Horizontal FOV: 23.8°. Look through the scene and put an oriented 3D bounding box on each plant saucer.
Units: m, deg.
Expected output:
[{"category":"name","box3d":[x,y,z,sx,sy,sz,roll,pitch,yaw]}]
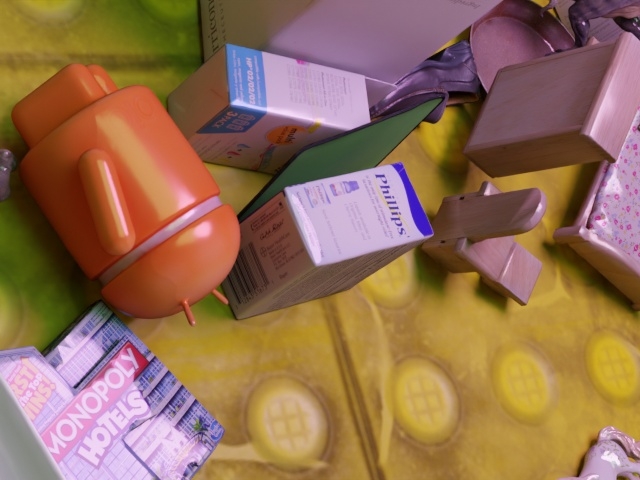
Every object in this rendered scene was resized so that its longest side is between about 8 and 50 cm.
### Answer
[{"category":"plant saucer","box3d":[0.214,-0.176,1.582,0.168,0.029,0.168,15,62,-31]}]

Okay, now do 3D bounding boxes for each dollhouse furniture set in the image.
[{"category":"dollhouse furniture set","box3d":[0.322,-0.024,1.470,0.355,0.174,0.303,37,66,-26]}]

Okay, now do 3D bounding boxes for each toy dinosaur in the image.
[{"category":"toy dinosaur","box3d":[0.295,-0.235,1.553,0.268,0.118,0.064,14,30,14]}]

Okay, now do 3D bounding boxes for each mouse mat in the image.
[{"category":"mouse mat","box3d":[0.011,-0.064,1.298,0.189,0.152,0.007,-25,78,-41]}]

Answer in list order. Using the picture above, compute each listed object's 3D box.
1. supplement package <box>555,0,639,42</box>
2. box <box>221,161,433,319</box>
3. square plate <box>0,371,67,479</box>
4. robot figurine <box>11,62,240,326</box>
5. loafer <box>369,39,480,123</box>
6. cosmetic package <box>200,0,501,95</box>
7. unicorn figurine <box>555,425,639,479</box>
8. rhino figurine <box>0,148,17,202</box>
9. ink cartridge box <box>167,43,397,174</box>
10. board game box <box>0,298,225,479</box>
[{"category":"supplement package","box3d":[0.323,-0.336,1.667,0.139,0.134,0.244,-16,79,-40]},{"category":"box","box3d":[0.000,0.000,1.278,0.137,0.126,0.072,-13,76,-40]},{"category":"square plate","box3d":[-0.270,0.300,0.965,0.347,0.049,0.344,-32,89,-33]},{"category":"robot figurine","box3d":[-0.148,-0.031,1.179,0.128,0.158,0.219,-35,90,-28]},{"category":"loafer","box3d":[0.100,-0.142,1.463,0.170,0.062,0.061,-29,93,-40]},{"category":"cosmetic package","box3d":[0.052,-0.280,1.278,0.156,0.385,0.217,10,61,-34]},{"category":"unicorn figurine","box3d":[0.262,0.236,1.412,0.111,0.060,0.162,44,34,-11]},{"category":"rhino figurine","box3d":[-0.341,-0.043,1.082,0.243,0.073,0.106,18,57,-27]},{"category":"ink cartridge box","box3d":[-0.029,-0.106,1.319,0.181,0.104,0.061,9,64,-33]},{"category":"board game box","box3d":[-0.184,0.133,1.123,0.194,0.060,0.194,48,50,-9]}]
